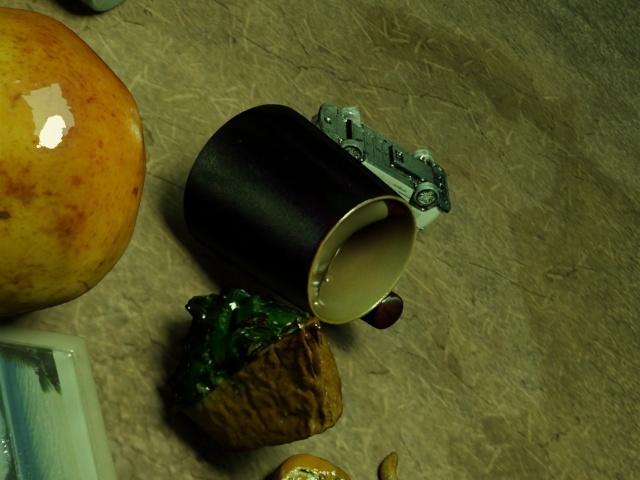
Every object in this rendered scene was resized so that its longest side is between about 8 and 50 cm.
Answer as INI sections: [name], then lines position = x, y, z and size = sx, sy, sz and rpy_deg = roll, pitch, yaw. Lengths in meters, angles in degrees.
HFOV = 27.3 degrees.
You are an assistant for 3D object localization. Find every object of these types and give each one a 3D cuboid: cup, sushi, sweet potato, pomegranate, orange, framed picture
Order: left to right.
[pomegranate]
position = -0.266, -0.061, 1.046
size = 0.264, 0.264, 0.264
rpy_deg = 29, 36, -24
[framed picture]
position = -0.247, 0.190, 0.985
size = 0.232, 0.024, 0.315
rpy_deg = 13, 45, -41
[sushi]
position = -0.064, 0.109, 1.153
size = 0.287, 0.149, 0.140
rpy_deg = -173, -115, -86
[orange]
position = -0.003, 0.227, 1.179
size = 0.086, 0.062, 0.086
rpy_deg = 32, 33, -24
[cup]
position = 0.006, -0.016, 1.312
size = 0.177, 0.166, 0.239
rpy_deg = 35, 10, 37
[sweet potato]
position = 0.069, 0.246, 1.272
size = 0.026, 0.026, 0.115
rpy_deg = 27, 32, -26

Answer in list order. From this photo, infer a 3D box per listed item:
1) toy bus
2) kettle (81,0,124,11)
[toy bus]
position = 0.059, -0.082, 1.557
size = 0.194, 0.089, 0.087
rpy_deg = 28, 35, -24
[kettle]
position = -0.302, -0.447, 1.472
size = 0.342, 0.247, 0.319
rpy_deg = 37, 1, 1
